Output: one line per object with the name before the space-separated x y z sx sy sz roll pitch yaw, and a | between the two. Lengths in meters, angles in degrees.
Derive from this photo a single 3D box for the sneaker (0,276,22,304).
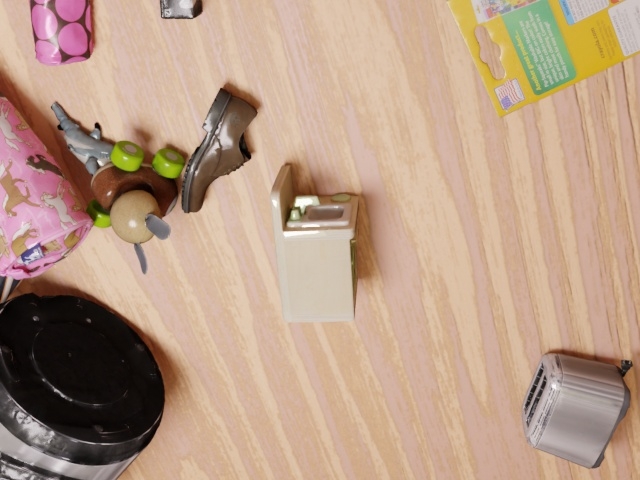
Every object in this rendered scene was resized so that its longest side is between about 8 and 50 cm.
sneaker | -0.582 -0.012 1.337 0.126 0.127 0.321 22 90 0

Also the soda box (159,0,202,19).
soda box | -0.216 -0.425 1.133 0.053 0.060 0.169 2 115 6

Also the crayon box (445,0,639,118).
crayon box | 0.370 -0.347 1.103 0.322 0.083 0.203 -25 111 15

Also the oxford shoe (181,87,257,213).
oxford shoe | -0.170 -0.133 1.256 0.096 0.083 0.227 23 116 -11

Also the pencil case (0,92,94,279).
pencil case | -0.539 -0.125 1.204 0.160 0.167 0.386 -36 89 30

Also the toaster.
toaster | 0.465 0.302 1.376 0.146 0.129 0.227 14 117 1

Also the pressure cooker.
pressure cooker | -0.528 0.351 1.365 0.420 0.375 0.370 -47 70 23

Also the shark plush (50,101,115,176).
shark plush | -0.398 -0.173 1.291 0.067 0.073 0.161 -45 84 2

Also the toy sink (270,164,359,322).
toy sink | 0.000 0.000 1.263 0.131 0.153 0.234 -2 114 6

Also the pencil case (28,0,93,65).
pencil case | -0.400 -0.380 1.159 0.095 0.098 0.210 32 126 39

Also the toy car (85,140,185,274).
toy car | -0.288 -0.042 1.231 0.148 0.188 0.155 7 128 -38
